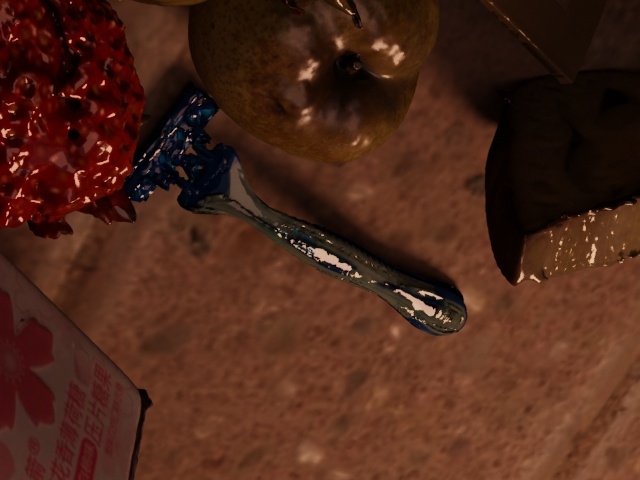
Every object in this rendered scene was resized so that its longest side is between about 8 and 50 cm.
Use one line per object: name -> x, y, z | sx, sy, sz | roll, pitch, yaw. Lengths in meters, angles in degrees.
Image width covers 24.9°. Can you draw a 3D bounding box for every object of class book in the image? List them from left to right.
book -> 0.132, -0.214, 0.955 | 0.198, 0.016, 0.138 | 38, 69, -35

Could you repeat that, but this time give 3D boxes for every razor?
razor -> 0.004, 0.006, 1.069 | 0.324, 0.056, 0.093 | 31, 105, -34

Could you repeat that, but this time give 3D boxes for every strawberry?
strawberry -> -0.182, -0.107, 0.897 | 0.174, 0.098, 0.228 | -6, 124, -18

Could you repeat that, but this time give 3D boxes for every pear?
pear -> -0.002, -0.137, 0.922 | 0.167, 0.136, 0.167 | -9, 123, -14

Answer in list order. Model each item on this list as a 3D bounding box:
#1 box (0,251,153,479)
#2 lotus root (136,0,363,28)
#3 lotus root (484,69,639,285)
box -> -0.245, 0.075, 0.863 | 0.112, 0.190, 0.370 | -18, 135, 25
lotus root -> -0.091, -0.204, 0.796 | 0.278, 0.154, 0.154 | 27, 112, 1
lotus root -> 0.204, -0.055, 1.037 | 0.260, 0.170, 0.074 | -12, 132, -25
